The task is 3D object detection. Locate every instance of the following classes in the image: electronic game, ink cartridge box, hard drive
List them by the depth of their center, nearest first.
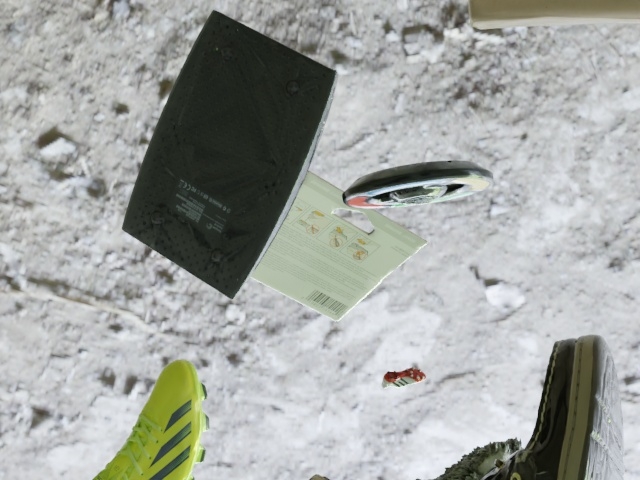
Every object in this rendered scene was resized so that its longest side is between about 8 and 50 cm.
[{"bbox_3d":[-0.091,-0.087,0.979,0.172,0.054,0.254,30,104,20],"label":"hard drive"},{"bbox_3d":[0.147,-0.078,1.436,0.229,0.048,0.229,-7,174,-1],"label":"electronic game"},{"bbox_3d":[0.000,0.000,1.726,0.296,0.066,0.261,29,123,-29],"label":"ink cartridge box"}]

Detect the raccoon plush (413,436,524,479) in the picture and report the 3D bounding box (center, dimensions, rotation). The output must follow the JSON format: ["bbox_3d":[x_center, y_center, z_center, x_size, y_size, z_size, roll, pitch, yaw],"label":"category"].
[{"bbox_3d":[0.155,0.437,1.673,0.446,0.216,0.299,19,94,6],"label":"raccoon plush"}]

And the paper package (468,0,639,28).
[{"bbox_3d":[0.231,-0.302,0.614,0.168,0.309,0.324,-11,106,-22],"label":"paper package"}]

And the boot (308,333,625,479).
[{"bbox_3d":[0.111,0.253,0.855,0.284,0.377,0.138,2,156,32],"label":"boot"}]

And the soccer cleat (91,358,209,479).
[{"bbox_3d":[-0.221,0.282,1.155,0.121,0.093,0.289,16,93,-31],"label":"soccer cleat"}]

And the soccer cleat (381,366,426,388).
[{"bbox_3d":[0.143,0.240,1.640,0.083,0.029,0.035,-1,134,-27],"label":"soccer cleat"}]
